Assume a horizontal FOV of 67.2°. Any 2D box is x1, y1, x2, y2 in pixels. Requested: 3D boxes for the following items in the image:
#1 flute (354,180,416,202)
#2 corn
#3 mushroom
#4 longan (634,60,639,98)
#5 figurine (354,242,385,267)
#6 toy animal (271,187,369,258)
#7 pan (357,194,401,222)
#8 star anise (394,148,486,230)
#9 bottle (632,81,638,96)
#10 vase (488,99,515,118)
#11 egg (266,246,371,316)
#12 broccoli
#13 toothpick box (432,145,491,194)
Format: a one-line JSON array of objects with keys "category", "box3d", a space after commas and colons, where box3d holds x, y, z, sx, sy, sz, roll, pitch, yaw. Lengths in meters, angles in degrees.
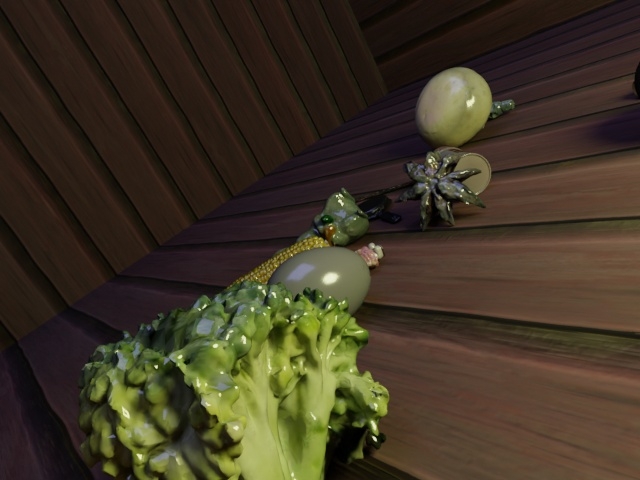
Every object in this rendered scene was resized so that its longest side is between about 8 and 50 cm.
[{"category": "flute", "box3d": [0.163, -0.136, 1.406, 0.269, 0.014, 0.014, -14, 23, 38]}, {"category": "corn", "box3d": [-0.097, 0.087, 1.057, 0.310, 0.102, 0.101, -32, 17, 5]}, {"category": "mushroom", "box3d": [0.405, -0.387, 1.450, 0.246, 0.202, 0.246, -24, 58, 45]}, {"category": "longan", "box3d": [0.648, -0.286, 0.814, 0.197, 0.198, 0.212, -16, 28, 35]}, {"category": "figurine", "box3d": [0.075, 0.055, 0.966, 0.129, 0.054, 0.072, -29, 31, -25]}, {"category": "toy animal", "box3d": [0.002, 0.002, 1.151, 0.251, 0.127, 0.125, -42, 29, 6]}, {"category": "pan", "box3d": [0.144, -0.076, 1.245, 0.136, 0.028, 0.235, -33, 18, -12]}, {"category": "star anise", "box3d": [0.240, -0.109, 1.010, 0.180, 0.205, 0.061, -45, -34, 24]}, {"category": "bottle", "box3d": [0.753, -0.359, 1.074, 0.096, 0.045, 0.045, -27, 18, 2]}, {"category": "vase", "box3d": [0.515, -0.406, 1.537, 0.211, 0.060, 0.060, -9, 26, 45]}, {"category": "egg", "box3d": [-0.005, 0.087, 0.833, 0.198, 0.147, 0.146, -24, 17, -7]}, {"category": "broccoli", "box3d": [-0.062, 0.192, 0.485, 0.293, 0.281, 0.348, -12, -23, -13]}, {"category": "toothpick box", "box3d": [0.313, -0.161, 1.108, 0.098, 0.099, 0.149, -28, 19, 1]}]
